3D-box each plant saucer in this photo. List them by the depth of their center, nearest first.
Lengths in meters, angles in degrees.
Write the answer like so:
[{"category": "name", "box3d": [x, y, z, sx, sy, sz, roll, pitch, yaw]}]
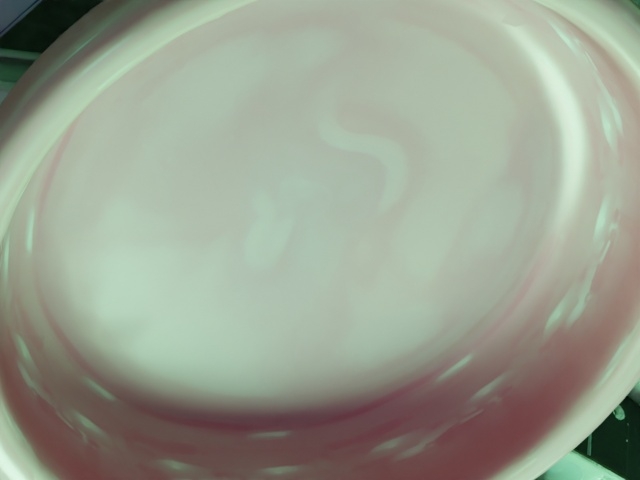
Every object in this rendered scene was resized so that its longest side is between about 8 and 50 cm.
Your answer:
[{"category": "plant saucer", "box3d": [0.000, 0.000, 0.803, 0.332, 0.084, 0.332, -10, 127, -13]}]

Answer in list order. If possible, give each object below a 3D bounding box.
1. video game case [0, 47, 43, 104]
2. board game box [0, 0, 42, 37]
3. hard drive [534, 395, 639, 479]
[{"category": "video game case", "box3d": [-0.137, -0.019, 0.862, 0.285, 0.025, 0.204, 4, 149, -23]}, {"category": "board game box", "box3d": [-0.277, -0.160, 0.750, 0.319, 0.066, 0.318, 32, 136, -28]}, {"category": "hard drive", "box3d": [0.169, 0.201, 1.128, 0.339, 0.064, 0.237, 32, 137, -25]}]
